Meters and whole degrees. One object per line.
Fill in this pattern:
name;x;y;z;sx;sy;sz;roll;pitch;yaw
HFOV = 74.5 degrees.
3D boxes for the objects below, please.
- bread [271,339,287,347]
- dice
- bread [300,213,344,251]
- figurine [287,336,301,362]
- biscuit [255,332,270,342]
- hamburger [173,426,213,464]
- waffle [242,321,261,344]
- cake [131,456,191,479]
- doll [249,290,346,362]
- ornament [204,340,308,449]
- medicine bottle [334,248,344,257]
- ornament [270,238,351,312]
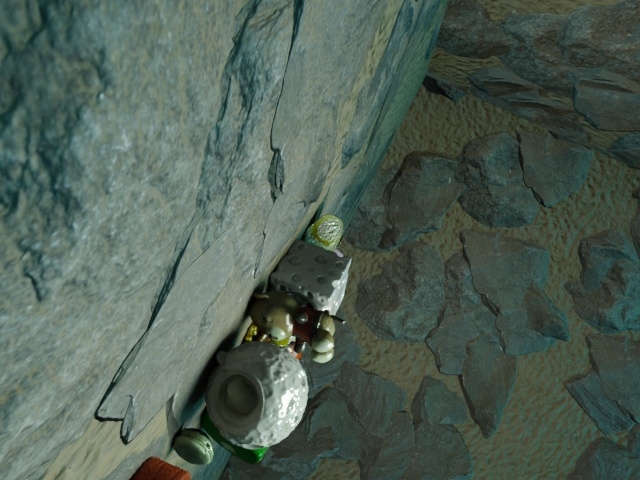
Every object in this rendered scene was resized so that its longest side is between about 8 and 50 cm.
bread;-0.182;0.371;1.943;0.384;0.112;0.166;110;-16;-48
dice;-0.289;0.693;1.714;0.297;0.287;0.300;-57;171;-40
bread;-0.006;0.010;1.828;0.261;0.158;0.156;-63;-177;-3
figurine;-0.189;0.568;2.334;0.323;0.196;0.320;96;14;-44
biscuit;-0.222;0.398;1.706;0.212;0.036;0.212;-59;170;-16
hamburger;-0.410;0.671;1.373;0.140;0.133;0.062;-16;-159;26
waffle;-0.244;0.348;1.725;0.232;0.051;0.229;-63;170;-5
cake;-0.469;0.721;1.119;0.283;0.150;0.177;-49;153;-62
doll;-0.087;0.277;1.450;0.235;0.329;0.174;93;20;-57
ornament;-0.201;0.500;1.394;0.337;0.337;0.337;-61;173;-13
medicine bottle;-0.025;0.190;2.059;0.325;0.212;0.212;-55;170;-41
ornament;-0.042;0.184;1.645;0.240;0.239;0.240;-58;162;-46
